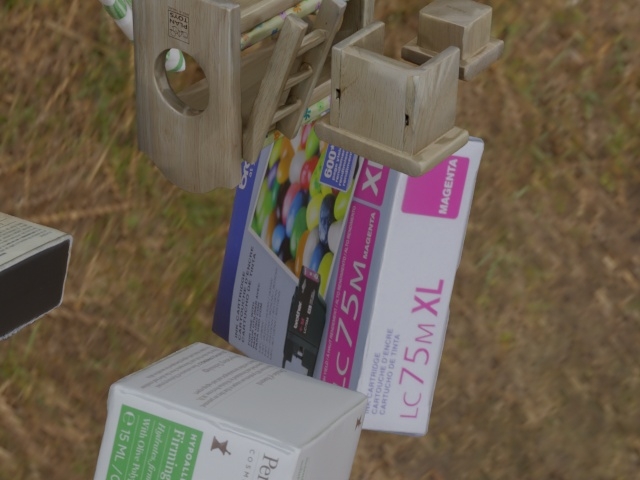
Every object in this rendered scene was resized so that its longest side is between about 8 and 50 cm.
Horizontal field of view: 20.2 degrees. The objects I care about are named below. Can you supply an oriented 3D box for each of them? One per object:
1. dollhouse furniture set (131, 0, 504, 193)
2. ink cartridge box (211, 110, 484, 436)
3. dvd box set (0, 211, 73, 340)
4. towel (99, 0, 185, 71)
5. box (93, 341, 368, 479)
[{"bbox_3d":[0.032,-0.086,0.836,0.161,0.101,0.182,24,39,30],"label":"dollhouse furniture set"},{"bbox_3d":[0.000,0.000,1.200,0.065,0.311,0.186,8,97,-22],"label":"ink cartridge box"},{"bbox_3d":[-0.421,-0.002,1.191,0.420,0.062,0.307,16,18,14],"label":"dvd box set"},{"bbox_3d":[-0.212,-0.296,1.591,0.038,0.325,0.248,-25,72,2],"label":"towel"},{"bbox_3d":[-0.042,0.109,0.762,0.087,0.102,0.101,17,102,14],"label":"box"}]
